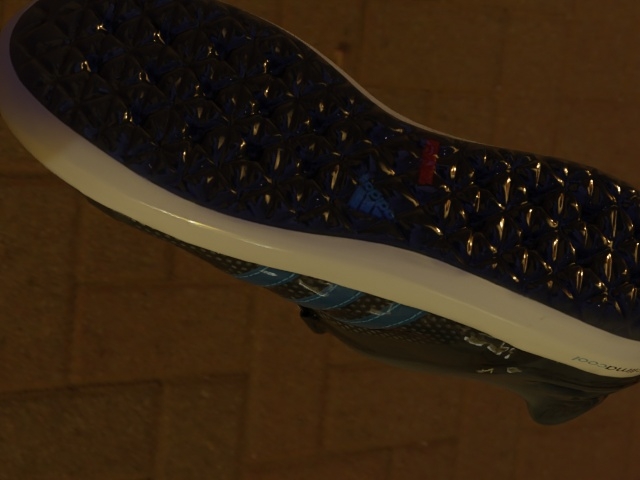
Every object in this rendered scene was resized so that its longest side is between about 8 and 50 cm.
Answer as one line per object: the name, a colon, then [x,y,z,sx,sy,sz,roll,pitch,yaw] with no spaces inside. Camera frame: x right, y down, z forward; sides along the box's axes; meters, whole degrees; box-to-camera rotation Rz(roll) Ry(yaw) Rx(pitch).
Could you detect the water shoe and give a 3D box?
water shoe: [0.000,0.000,0.370,0.203,0.080,0.073,24,53,-1]
